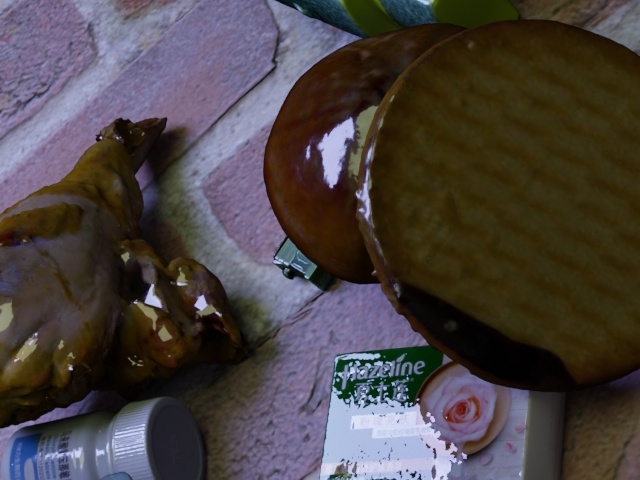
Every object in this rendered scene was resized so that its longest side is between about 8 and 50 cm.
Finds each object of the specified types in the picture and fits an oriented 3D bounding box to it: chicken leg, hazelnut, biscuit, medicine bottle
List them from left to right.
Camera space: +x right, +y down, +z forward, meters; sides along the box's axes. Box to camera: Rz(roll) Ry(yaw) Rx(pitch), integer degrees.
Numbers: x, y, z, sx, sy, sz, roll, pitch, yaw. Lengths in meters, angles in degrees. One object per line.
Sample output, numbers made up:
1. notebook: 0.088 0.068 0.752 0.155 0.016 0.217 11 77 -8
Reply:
1. medicine bottle: -0.202 0.208 1.763 0.168 0.105 0.105 -14 59 25
2. chicken leg: -0.196 0.030 1.826 0.295 0.182 0.409 14 43 6
3. hazelnut: 0.066 -0.087 1.686 0.251 0.217 0.217 -42 49 -16
4. biscuit: 0.183 -0.032 1.571 0.318 0.040 0.318 3 77 -13

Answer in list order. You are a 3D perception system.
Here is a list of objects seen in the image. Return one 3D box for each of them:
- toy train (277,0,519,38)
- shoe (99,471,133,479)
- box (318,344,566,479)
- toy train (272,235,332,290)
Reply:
1. toy train: 0.054 -0.336 1.859 0.442 0.179 0.272 28 88 38
2. shoe: -0.213 0.278 1.693 0.079 0.078 0.195 61 145 21
3. box: 0.104 0.162 1.614 0.199 0.081 0.135 -6 62 27
4. toy train: 0.000 0.000 1.791 0.056 0.038 0.093 30 83 36
